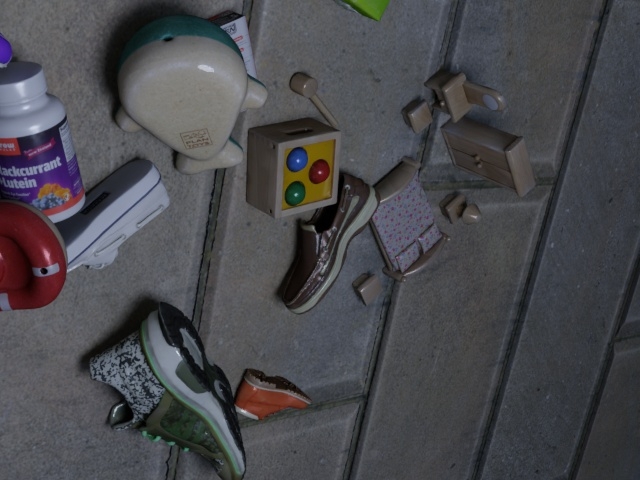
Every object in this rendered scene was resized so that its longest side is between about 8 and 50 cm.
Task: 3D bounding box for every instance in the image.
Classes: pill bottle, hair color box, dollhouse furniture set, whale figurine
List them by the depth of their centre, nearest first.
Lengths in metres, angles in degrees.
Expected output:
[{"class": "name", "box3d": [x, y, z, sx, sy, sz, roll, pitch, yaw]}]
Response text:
[{"class": "pill bottle", "box3d": [-0.374, -0.125, 1.262, 0.108, 0.108, 0.193, -27, 126, -30]}, {"class": "whale figurine", "box3d": [-0.183, -0.205, 1.390, 0.216, 0.141, 0.272, -12, 148, 2]}, {"class": "hair color box", "box3d": [-0.137, -0.259, 1.454, 0.072, 0.043, 0.141, -30, 129, -28]}, {"class": "dollhouse furniture set", "box3d": [0.195, -0.073, 1.755, 0.355, 0.174, 0.303, -42, 133, -18]}]

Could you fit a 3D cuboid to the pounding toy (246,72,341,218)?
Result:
[{"class": "pounding toy", "box3d": [-0.016, -0.158, 1.577, 0.181, 0.094, 0.206, -16, 121, -36]}]

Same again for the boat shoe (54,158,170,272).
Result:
[{"class": "boat shoe", "box3d": [-0.322, -0.004, 1.387, 0.267, 0.096, 0.088, -46, 130, -26]}]

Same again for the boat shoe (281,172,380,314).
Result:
[{"class": "boat shoe", "box3d": [-0.004, -0.002, 1.683, 0.095, 0.095, 0.257, 36, 79, -32]}]

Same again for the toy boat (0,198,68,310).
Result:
[{"class": "toy boat", "box3d": [-0.431, 0.040, 1.208, 0.231, 0.151, 0.151, -6, 119, 0]}]

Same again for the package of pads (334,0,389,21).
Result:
[{"class": "package of pads", "box3d": [0.029, -0.493, 1.443, 0.297, 0.101, 0.229, 25, 95, -47]}]

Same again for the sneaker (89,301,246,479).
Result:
[{"class": "sneaker", "box3d": [-0.245, 0.269, 1.596, 0.182, 0.158, 0.410, -19, 131, 3]}]

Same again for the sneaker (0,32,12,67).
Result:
[{"class": "sneaker", "box3d": [-0.440, -0.316, 1.108, 0.146, 0.102, 0.293, -55, 136, -6]}]

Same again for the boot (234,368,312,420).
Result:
[{"class": "boot", "box3d": [-0.088, 0.289, 1.773, 0.158, 0.059, 0.084, 23, 98, -37]}]
